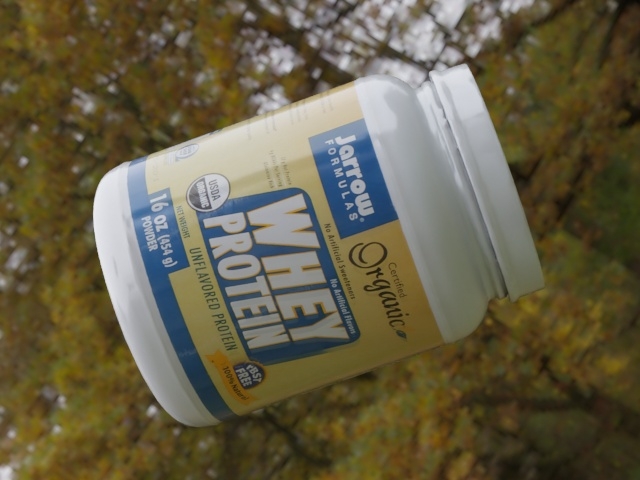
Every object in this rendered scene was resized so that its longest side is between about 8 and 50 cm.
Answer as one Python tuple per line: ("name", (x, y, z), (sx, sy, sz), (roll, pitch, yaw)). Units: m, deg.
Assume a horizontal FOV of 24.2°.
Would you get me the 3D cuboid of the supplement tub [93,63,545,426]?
("supplement tub", (0.000, 0.000, 0.764), (0.200, 0.144, 0.144), (-20, -18, 5))
